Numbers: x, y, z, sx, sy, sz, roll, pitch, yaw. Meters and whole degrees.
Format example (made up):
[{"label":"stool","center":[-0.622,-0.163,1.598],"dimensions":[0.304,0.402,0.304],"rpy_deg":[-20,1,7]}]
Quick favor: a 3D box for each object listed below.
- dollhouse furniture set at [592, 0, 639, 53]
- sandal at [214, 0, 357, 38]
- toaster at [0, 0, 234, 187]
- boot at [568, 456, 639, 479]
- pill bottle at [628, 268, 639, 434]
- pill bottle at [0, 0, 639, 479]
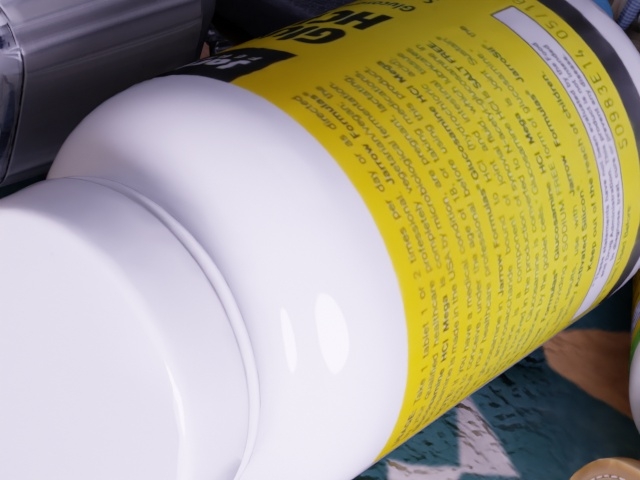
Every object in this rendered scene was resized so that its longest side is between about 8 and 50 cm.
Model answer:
[{"label":"dollhouse furniture set","center":[0.203,-0.159,1.099],"dimensions":[0.129,0.129,0.183],"rpy_deg":[13,37,-14]},{"label":"sandal","center":[0.023,-0.102,1.010],"dimensions":[0.254,0.054,0.097],"rpy_deg":[35,30,30]},{"label":"toaster","center":[-0.161,-0.114,0.858],"dimensions":[0.227,0.129,0.146],"rpy_deg":[41,44,23]},{"label":"boot","center":[0.252,0.178,0.735],"dimensions":[0.220,0.109,0.283],"rpy_deg":[-22,56,-43]},{"label":"pill bottle","center":[0.235,0.009,0.906],"dimensions":[0.136,0.136,0.245],"rpy_deg":[21,37,-4]},{"label":"pill bottle","center":[0.000,0.000,0.752],"dimensions":[0.188,0.188,0.334],"rpy_deg":[40,40,20]}]
